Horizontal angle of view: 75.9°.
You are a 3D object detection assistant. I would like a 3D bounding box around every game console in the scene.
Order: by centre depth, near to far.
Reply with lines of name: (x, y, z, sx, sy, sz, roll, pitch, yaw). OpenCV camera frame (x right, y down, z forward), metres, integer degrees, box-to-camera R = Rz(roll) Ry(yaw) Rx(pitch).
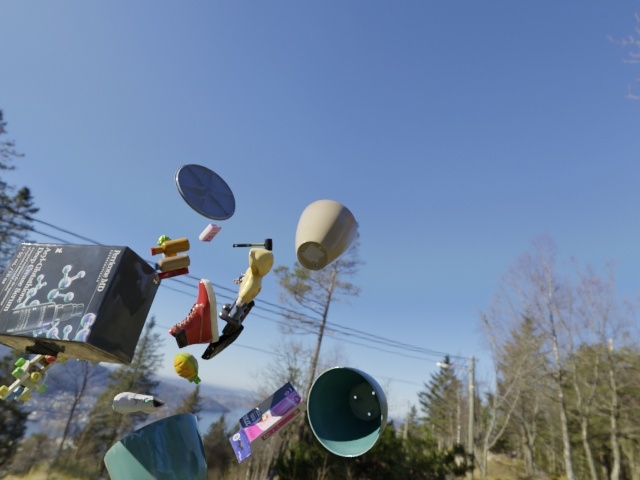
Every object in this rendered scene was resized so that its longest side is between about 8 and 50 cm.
game console: (-0.398, 0.395, 1.861, 0.044, 0.213, 0.361, 42, -63, 11)

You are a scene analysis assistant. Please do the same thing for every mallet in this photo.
mallet: (-0.320, 0.032, 1.959, 0.190, 0.062, 0.039, -9, -4, -13)

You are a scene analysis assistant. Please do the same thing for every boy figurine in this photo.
boy figurine: (-0.246, 0.154, 1.375, 0.092, 0.177, 0.285, 26, -67, -8)

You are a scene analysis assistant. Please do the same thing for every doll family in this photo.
doll family: (-0.367, 0.208, 2.117, 0.193, 0.111, 0.076, 36, -33, 34)

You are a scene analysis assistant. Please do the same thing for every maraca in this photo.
maraca: (-0.615, 0.595, 1.904, 0.127, 0.099, 0.185, 4, -60, 31)

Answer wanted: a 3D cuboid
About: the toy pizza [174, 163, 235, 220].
toy pizza: (-0.336, -0.137, 1.198, 0.201, 0.201, 0.032, 27, -52, -36)

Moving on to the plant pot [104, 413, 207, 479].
plant pot: (-0.492, 0.732, 1.286, 0.293, 0.235, 0.293, -25, -33, -17)

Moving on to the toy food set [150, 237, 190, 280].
toy food set: (-0.468, 0.060, 1.243, 0.105, 0.111, 0.232, -13, 2, -31)

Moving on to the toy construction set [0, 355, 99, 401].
toy construction set: (-0.945, 0.423, 1.464, 0.151, 0.328, 0.215, 67, -10, -21)

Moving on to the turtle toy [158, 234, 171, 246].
turtle toy: (-0.743, 0.024, 1.986, 0.066, 0.095, 0.130, -18, -36, -2)

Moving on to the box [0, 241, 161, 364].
box: (-0.741, 0.185, 1.234, 0.396, 0.293, 0.212, 1, -31, 13)

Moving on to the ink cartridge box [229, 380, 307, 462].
ink cartridge box: (-0.249, 0.819, 1.876, 0.176, 0.371, 0.069, 25, -33, 60)

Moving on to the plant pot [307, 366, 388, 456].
plant pot: (0.127, 0.599, 1.487, 0.290, 0.290, 0.195, -2, -10, 31)

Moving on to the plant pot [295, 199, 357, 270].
plant pot: (0.000, 0.000, 1.653, 0.257, 0.274, 0.256, 6, -65, 13)

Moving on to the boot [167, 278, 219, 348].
boot: (-0.479, 0.271, 1.526, 0.176, 0.244, 0.088, -5, -1, -27)

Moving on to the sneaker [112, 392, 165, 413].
sneaker: (-0.714, 0.643, 1.634, 0.094, 0.080, 0.212, -18, -29, 22)

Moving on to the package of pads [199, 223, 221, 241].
package of pads: (-0.436, -0.030, 1.624, 0.083, 0.032, 0.050, -44, -23, 22)
